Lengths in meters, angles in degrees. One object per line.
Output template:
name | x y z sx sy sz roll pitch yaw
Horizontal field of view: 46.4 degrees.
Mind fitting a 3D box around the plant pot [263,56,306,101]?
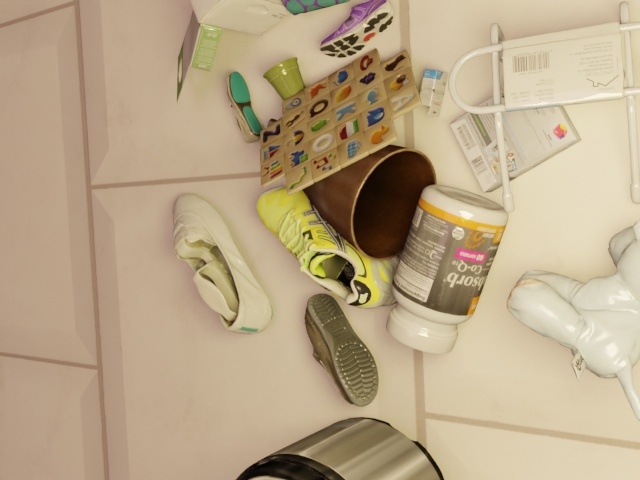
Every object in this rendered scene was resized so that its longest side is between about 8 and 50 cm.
plant pot | -0.067 -0.331 1.579 0.083 0.083 0.079 -28 89 34

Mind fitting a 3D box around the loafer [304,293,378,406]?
loafer | 0.039 0.232 1.551 0.251 0.094 0.087 65 149 24

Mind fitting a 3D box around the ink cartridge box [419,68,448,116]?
ink cartridge box | 0.209 -0.275 1.397 0.028 0.048 0.083 18 104 33

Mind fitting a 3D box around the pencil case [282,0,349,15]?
pencil case | -0.005 -0.507 1.521 0.151 0.064 0.070 -3 108 35

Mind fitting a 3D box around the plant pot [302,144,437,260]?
plant pot | 0.066 -0.103 1.438 0.230 0.215 0.216 30 111 44

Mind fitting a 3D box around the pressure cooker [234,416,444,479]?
pressure cooker | 0.005 0.550 1.388 0.375 0.420 0.370 39 114 26

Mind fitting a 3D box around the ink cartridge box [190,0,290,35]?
ink cartridge box | -0.200 -0.589 1.565 0.117 0.207 0.283 -28 78 35

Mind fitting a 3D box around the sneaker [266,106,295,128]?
sneaker | -0.012 -0.241 1.531 0.271 0.100 0.108 -14 77 34

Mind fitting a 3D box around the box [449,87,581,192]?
box | 0.339 -0.191 1.318 0.186 0.038 0.145 -33 75 34

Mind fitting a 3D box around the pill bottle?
pill bottle | 0.221 0.052 1.348 0.162 0.162 0.279 26 109 31

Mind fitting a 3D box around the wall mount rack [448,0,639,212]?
wall mount rack | 0.390 -0.209 1.193 0.349 0.130 0.304 -3 83 22

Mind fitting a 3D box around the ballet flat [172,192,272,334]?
ballet flat | -0.254 0.046 1.708 0.139 0.139 0.400 -47 68 29

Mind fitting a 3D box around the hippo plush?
hippo plush | 0.441 0.069 1.137 0.234 0.294 0.237 34 106 5

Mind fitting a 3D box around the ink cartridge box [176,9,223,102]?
ink cartridge box | -0.274 -0.442 1.685 0.235 0.056 0.171 119 152 -47

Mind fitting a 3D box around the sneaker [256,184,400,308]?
sneaker | 0.000 0.000 1.512 0.384 0.147 0.145 34 114 30

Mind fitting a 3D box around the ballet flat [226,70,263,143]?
ballet flat | -0.180 -0.296 1.673 0.052 0.057 0.168 -30 76 44

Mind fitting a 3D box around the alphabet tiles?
alphabet tiles | 0.027 -0.231 1.424 0.342 0.011 0.285 -26 42 20

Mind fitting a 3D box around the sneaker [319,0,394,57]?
sneaker | 0.071 -0.426 1.487 0.169 0.068 0.071 -29 62 25
